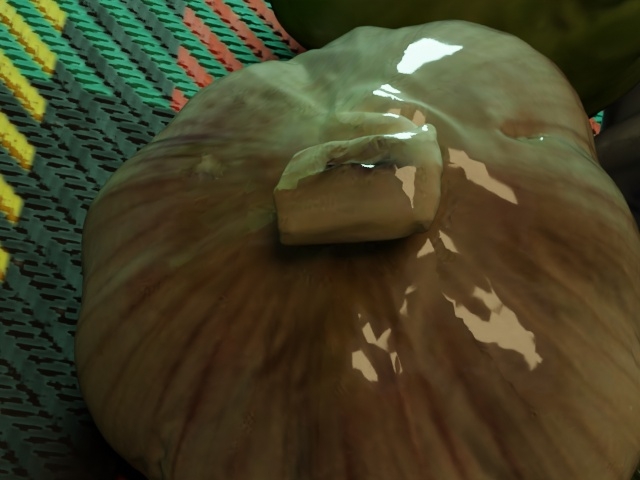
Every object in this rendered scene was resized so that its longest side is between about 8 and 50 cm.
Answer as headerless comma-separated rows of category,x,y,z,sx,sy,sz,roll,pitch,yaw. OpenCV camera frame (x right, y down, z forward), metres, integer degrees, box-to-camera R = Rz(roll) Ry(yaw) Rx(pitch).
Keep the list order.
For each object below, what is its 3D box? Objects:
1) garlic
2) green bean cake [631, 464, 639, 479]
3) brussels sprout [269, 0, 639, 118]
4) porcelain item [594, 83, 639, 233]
garlic,0.017,0.029,0.542,0.241,0.322,0.321,43,42,-38
green bean cake,0.213,0.118,0.655,0.183,0.094,0.185,-32,78,-35
brussels sprout,0.123,-0.216,0.688,0.281,0.355,0.289,43,55,-26
porcelain item,0.354,-0.116,0.809,0.242,0.178,0.405,40,56,6
